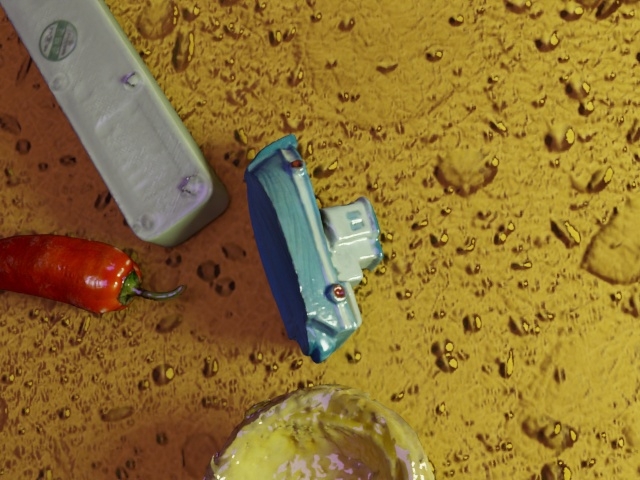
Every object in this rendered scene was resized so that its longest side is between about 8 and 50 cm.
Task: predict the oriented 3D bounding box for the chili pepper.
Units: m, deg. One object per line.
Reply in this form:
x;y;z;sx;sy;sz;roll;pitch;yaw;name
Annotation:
-0.254;0.030;0.986;0.272;0.063;0.071;7;67;20;chili pepper

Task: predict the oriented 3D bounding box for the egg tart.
-0.001;0.228;0.850;0.212;0.090;0.213;-3;77;13;egg tart

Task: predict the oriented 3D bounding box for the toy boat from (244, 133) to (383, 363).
0.000;0.000;0.917;0.102;0.088;0.215;-13;70;-23;toy boat

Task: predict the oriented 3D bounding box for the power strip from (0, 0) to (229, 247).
-0.223;-0.166;1.019;0.091;0.062;0.385;-36;71;6;power strip
